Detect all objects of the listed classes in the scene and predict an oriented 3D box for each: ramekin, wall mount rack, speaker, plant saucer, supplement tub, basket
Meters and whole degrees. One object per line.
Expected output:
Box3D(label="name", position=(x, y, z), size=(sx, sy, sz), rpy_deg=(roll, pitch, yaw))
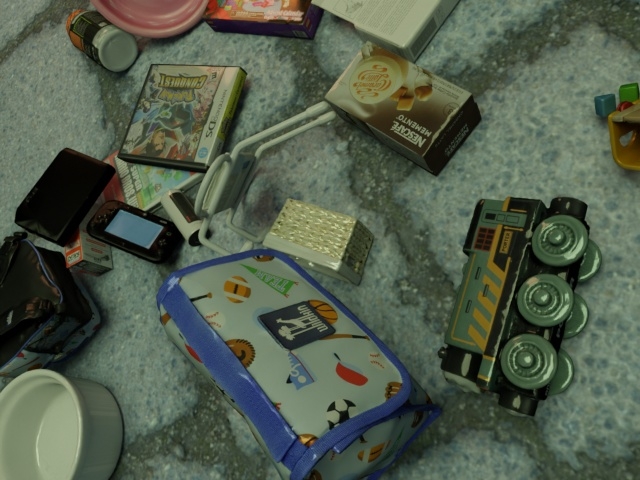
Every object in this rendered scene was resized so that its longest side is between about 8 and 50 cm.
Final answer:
Box3D(label="ramekin", position=(-0.539, 0.407, 1.134), size=(0.277, 0.135, 0.277), rpy_deg=(-8, 71, 24))
Box3D(label="wall mount rack", position=(-0.098, -0.127, 1.013), size=(0.130, 0.350, 0.304), rpy_deg=(27, 100, 0))
Box3D(label="speaker", position=(-0.292, -0.049, 1.206), size=(0.055, 0.055, 0.136), rpy_deg=(-44, 61, 7))
Box3D(label="plant saucer", position=(-0.410, -0.665, 1.339), size=(0.332, 0.332, 0.084), rpy_deg=(-35, 29, 12))
Box3D(label="supplement tub", position=(-0.574, -0.526, 1.453), size=(0.190, 0.117, 0.117), rpy_deg=(37, 92, 29))
Box3D(label="basket", position=(0.000, 0.000, 1.020), size=(0.167, 0.113, 0.103), rpy_deg=(18, 80, 28))

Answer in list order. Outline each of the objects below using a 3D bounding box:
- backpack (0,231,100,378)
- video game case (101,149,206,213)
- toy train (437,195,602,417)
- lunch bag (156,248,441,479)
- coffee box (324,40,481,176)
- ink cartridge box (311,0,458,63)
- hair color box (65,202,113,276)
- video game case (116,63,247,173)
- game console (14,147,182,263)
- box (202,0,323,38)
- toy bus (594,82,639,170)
Box3D(label="backpack", position=(-0.641, 0.167, 1.217), size=(0.263, 0.213, 0.276), rpy_deg=(-42, 55, -1))
Box3D(label="video game case", position=(-0.402, -0.165, 1.311), size=(0.285, 0.025, 0.204), rpy_deg=(-30, 64, 14))
Box3D(label="toy train", position=(0.297, 0.087, 0.848), size=(0.190, 0.142, 0.334), rpy_deg=(12, 81, 40))
Box3D(label="lunch bag", position=(-0.028, 0.192, 0.817), size=(0.239, 0.385, 0.328), rpy_deg=(-50, 60, 4))
Box3D(label="coffee box", position=(0.150, -0.246, 1.033), size=(0.246, 0.098, 0.141), rpy_deg=(40, 93, 30))
Box3D(label="ink cartridge box", position=(0.167, -0.540, 1.136), size=(0.261, 0.066, 0.296), rpy_deg=(37, 91, 30))
Box3D(label="hair color box", position=(-0.540, -0.010, 1.289), size=(0.053, 0.093, 0.167), rpy_deg=(-25, 65, 17))
Box3D(label="video game case", position=(-0.320, -0.285, 1.276), size=(0.274, 0.035, 0.248), rpy_deg=(11, 79, 27))
Box3D(label="game console", position=(-0.472, -0.062, 1.232), size=(0.361, 0.044, 0.213), rpy_deg=(22, 67, 8))
Box3D(label="box", position=(-0.117, -0.577, 1.286), size=(0.293, 0.057, 0.201), rpy_deg=(15, 80, 28))
Box3D(label="toy bus", position=(0.529, -0.174, 0.828), size=(0.202, 0.191, 0.104), rpy_deg=(-8, 114, 24))
